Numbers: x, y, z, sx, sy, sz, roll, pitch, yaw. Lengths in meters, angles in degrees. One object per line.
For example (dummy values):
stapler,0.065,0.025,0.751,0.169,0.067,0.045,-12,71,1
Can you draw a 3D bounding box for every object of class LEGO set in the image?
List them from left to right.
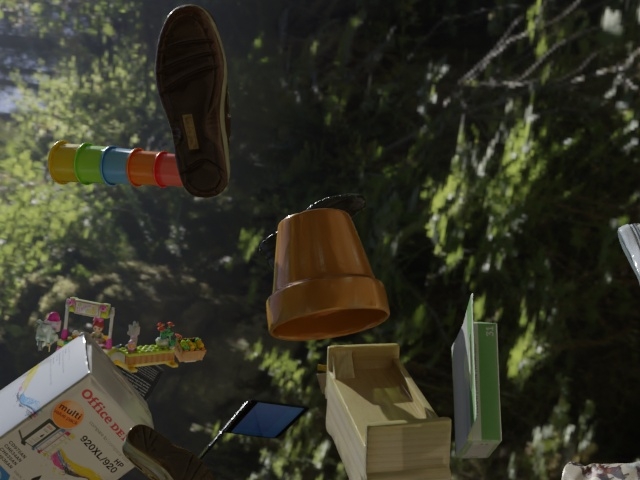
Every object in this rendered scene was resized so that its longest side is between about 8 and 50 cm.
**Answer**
LEGO set,-0.331,0.151,1.485,0.132,0.287,0.107,-134,51,-78

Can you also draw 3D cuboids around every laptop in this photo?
laptop,-0.191,0.511,2.239,0.264,0.137,0.234,-47,-4,-40

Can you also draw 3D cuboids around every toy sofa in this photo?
toy sofa,0.114,0.334,1.621,0.362,0.150,0.177,-126,35,-71

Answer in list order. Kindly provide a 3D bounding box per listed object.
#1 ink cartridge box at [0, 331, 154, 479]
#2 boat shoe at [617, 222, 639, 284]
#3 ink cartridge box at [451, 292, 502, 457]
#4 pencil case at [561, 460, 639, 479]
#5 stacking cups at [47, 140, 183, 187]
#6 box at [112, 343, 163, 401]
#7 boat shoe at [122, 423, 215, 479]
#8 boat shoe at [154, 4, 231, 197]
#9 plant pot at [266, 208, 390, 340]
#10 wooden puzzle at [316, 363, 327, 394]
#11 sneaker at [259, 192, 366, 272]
ink cartridge box,-0.394,0.291,1.338,0.233,0.168,0.171,-36,-67,-4
boat shoe,0.523,0.044,1.356,0.226,0.076,0.083,-94,-20,-46
ink cartridge box,0.218,0.190,1.205,0.235,0.056,0.171,90,-178,-65
pencil case,0.709,0.535,1.883,0.183,0.410,0.159,-43,-70,-50
stacking cups,-0.405,-0.157,1.815,0.096,0.316,0.095,3,-90,-67
box,-0.432,0.328,1.789,0.108,0.153,0.207,36,-116,-17
boat shoe,-0.188,0.282,1.097,0.045,0.135,0.050,-51,-2,40
boat shoe,-0.167,-0.192,1.200,0.095,0.095,0.257,-78,-11,-66
plant pot,0.001,0.054,1.505,0.205,0.205,0.187,27,-131,-61
wooden puzzle,0.032,0.359,2.240,0.014,0.079,0.116,-71,-22,-57
sneaker,0.000,0.000,1.855,0.109,0.286,0.130,-9,-112,-50
